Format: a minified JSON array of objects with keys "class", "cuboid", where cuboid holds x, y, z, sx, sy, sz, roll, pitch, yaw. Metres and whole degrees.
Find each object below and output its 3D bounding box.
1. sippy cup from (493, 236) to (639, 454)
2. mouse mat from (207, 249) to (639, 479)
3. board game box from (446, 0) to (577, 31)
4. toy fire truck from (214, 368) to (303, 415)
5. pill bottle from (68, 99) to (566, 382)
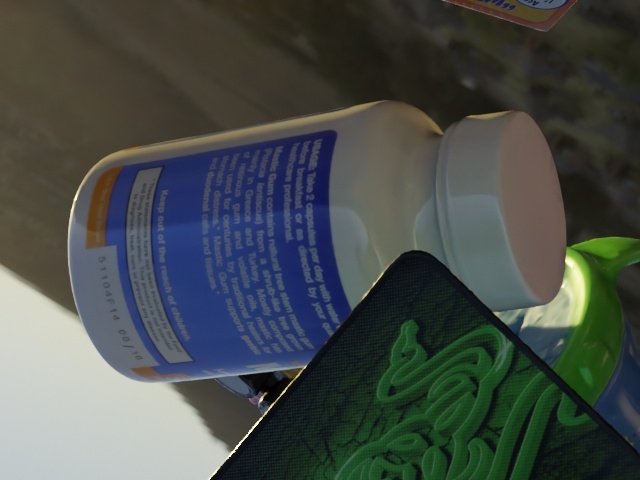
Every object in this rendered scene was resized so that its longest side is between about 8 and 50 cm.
[{"class":"sippy cup","cuboid":[0.156,0.161,1.035,0.224,0.305,0.240,47,-150,-18]},{"class":"mouse mat","cuboid":[0.036,0.119,0.675,0.152,0.189,0.007,44,-162,16]},{"class":"board game box","cuboid":[0.171,-0.497,1.603,0.357,0.356,0.356,14,149,-20]},{"class":"toy fire truck","cuboid":[-0.072,0.072,1.381,0.217,0.158,0.246,39,157,-7]},{"class":"pill bottle","cuboid":[0.000,0.000,0.918,0.272,0.152,0.152,-8,157,26]}]
